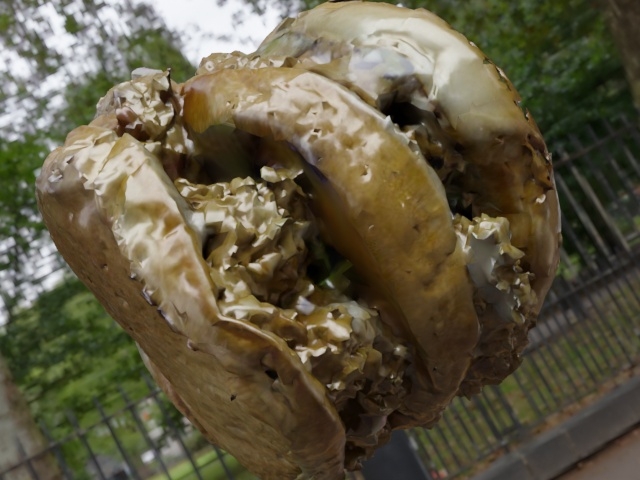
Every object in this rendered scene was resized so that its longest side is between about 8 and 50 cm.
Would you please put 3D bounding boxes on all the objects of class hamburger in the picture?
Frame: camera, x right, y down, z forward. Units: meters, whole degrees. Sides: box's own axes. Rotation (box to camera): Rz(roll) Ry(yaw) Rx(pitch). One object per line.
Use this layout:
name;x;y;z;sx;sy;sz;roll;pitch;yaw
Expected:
hamburger;-0.003;0.011;0.559;0.211;0.245;0.260;-38;26;-25
